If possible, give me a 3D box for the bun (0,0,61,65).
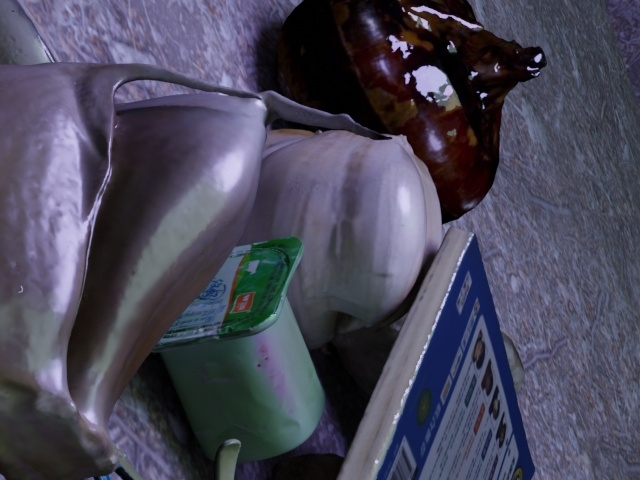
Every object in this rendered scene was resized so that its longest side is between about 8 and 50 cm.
[{"bbox_3d":[-0.243,-0.120,1.333,0.138,0.094,0.138,57,-11,17],"label":"bun"}]

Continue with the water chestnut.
[{"bbox_3d":[0.104,-0.164,1.934,0.300,0.300,0.300,49,31,-43],"label":"water chestnut"}]

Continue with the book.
[{"bbox_3d":[0.113,0.227,1.668,0.428,0.039,0.300,71,37,-51],"label":"book"}]

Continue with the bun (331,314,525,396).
[{"bbox_3d":[0.090,0.091,1.837,0.244,0.153,0.244,45,-3,3],"label":"bun"}]

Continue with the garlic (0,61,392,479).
[{"bbox_3d":[-0.171,-0.031,1.199,0.340,0.246,0.231,-49,126,-20],"label":"garlic"}]

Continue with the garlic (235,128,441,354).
[{"bbox_3d":[-0.009,0.001,1.637,0.185,0.281,0.203,-1,96,-39],"label":"garlic"}]

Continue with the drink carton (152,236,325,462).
[{"bbox_3d":[-0.071,0.099,1.511,0.146,0.144,0.142,-71,146,-56],"label":"drink carton"}]

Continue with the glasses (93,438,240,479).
[{"bbox_3d":[-0.133,0.219,1.246,0.102,0.207,0.239,9,55,-24],"label":"glasses"}]

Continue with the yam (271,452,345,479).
[{"bbox_3d":[-0.007,0.338,1.527,0.081,0.081,0.356,48,31,-44],"label":"yam"}]
